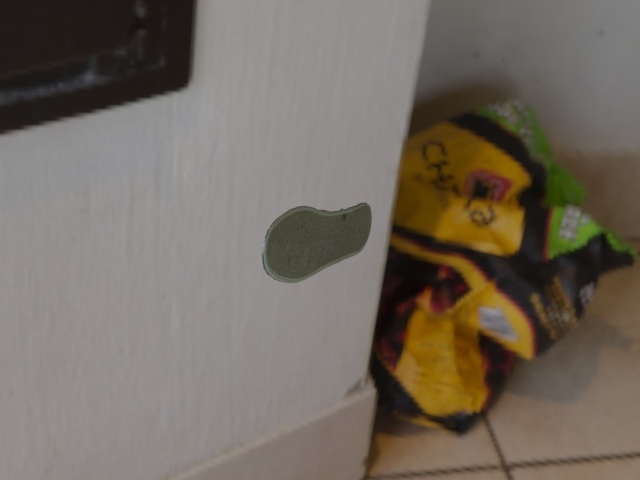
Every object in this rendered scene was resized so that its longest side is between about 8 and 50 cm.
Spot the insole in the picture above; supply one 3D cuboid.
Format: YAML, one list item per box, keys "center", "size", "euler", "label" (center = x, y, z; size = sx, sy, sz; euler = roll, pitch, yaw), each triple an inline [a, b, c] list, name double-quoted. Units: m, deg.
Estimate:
- center: [0.001, 0.000, 1.384]
  size: [0.003, 0.080, 0.232]
  euler: [15, 12, 26]
  label: "insole"
